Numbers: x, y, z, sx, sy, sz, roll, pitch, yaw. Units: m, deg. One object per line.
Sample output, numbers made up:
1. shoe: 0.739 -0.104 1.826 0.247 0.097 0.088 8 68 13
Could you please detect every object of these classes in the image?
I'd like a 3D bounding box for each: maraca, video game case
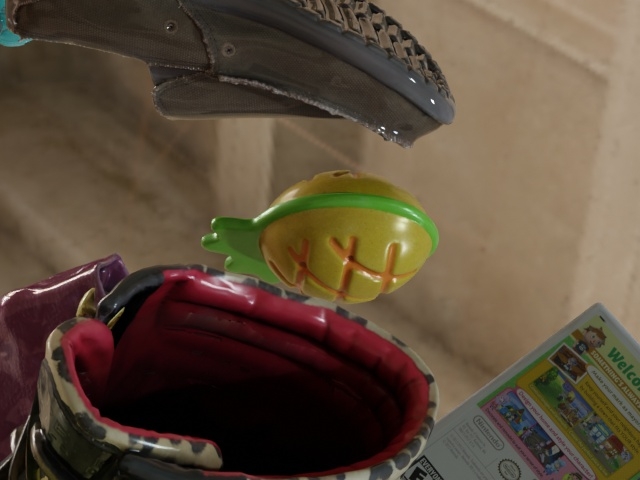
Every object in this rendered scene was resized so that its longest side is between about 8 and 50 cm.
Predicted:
1. maraca: 0.000 0.000 1.309 0.186 0.127 0.099 -8 -122 23
2. video game case: 0.171 0.172 1.079 0.212 0.193 0.023 51 -8 26

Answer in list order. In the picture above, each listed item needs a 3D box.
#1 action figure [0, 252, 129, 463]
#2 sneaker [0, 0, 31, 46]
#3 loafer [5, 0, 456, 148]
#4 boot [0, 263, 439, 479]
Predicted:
1. action figure: -0.262 0.108 1.270 0.370 0.276 0.248 -3 -96 20
2. sneaker: -0.306 -0.284 1.641 0.296 0.124 0.178 -21 -73 42
3. loafer: -0.074 -0.150 1.282 0.134 0.366 0.130 -83 -163 -68
4. boot: -0.150 0.136 0.754 0.284 0.377 0.138 -54 -141 39
